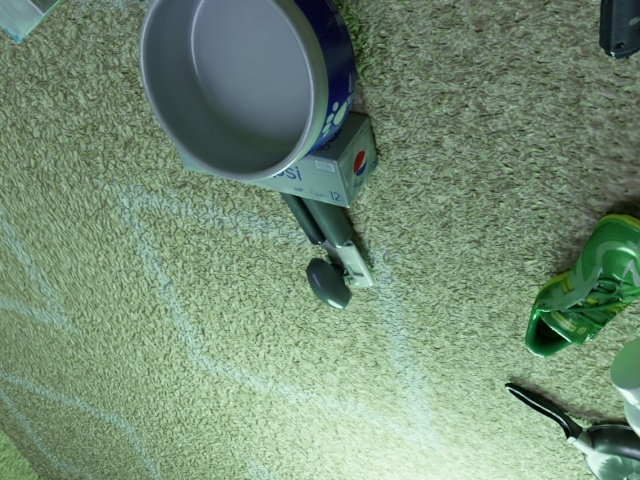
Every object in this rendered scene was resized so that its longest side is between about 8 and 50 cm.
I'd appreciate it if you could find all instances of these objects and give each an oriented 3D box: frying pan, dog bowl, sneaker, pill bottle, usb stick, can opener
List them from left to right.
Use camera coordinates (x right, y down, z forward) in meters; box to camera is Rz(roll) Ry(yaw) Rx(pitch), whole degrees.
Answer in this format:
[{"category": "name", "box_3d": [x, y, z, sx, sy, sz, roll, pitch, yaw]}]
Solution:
[{"category": "dog bowl", "box_3d": [-0.092, -0.213, 1.294, 0.265, 0.104, 0.264, 15, 120, 28]}, {"category": "can opener", "box_3d": [0.000, 0.000, 1.585, 0.076, 0.095, 0.283, 8, 146, 34]}, {"category": "sneaker", "box_3d": [0.352, 0.072, 1.338, 0.109, 0.123, 0.295, 32, 147, 5]}, {"category": "frying pan", "box_3d": [0.460, 0.323, 1.653, 0.326, 0.053, 0.197, 39, 147, -14]}, {"category": "usb stick", "box_3d": [0.293, -0.289, 0.958, 0.045, 0.077, 0.278, 43, 158, 37]}, {"category": "pill bottle", "box_3d": [0.501, 0.243, 1.417, 0.245, 0.136, 0.136, 48, 146, -21]}]

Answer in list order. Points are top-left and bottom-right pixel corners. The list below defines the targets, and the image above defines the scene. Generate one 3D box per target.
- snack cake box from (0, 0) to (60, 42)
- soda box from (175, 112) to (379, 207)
[{"category": "snack cake box", "box_3d": [-0.311, -0.376, 1.206, 0.152, 0.264, 0.089, 45, 147, -17]}, {"category": "soda box", "box_3d": [-0.068, -0.137, 1.464, 0.286, 0.098, 0.091, 15, 143, 29]}]
